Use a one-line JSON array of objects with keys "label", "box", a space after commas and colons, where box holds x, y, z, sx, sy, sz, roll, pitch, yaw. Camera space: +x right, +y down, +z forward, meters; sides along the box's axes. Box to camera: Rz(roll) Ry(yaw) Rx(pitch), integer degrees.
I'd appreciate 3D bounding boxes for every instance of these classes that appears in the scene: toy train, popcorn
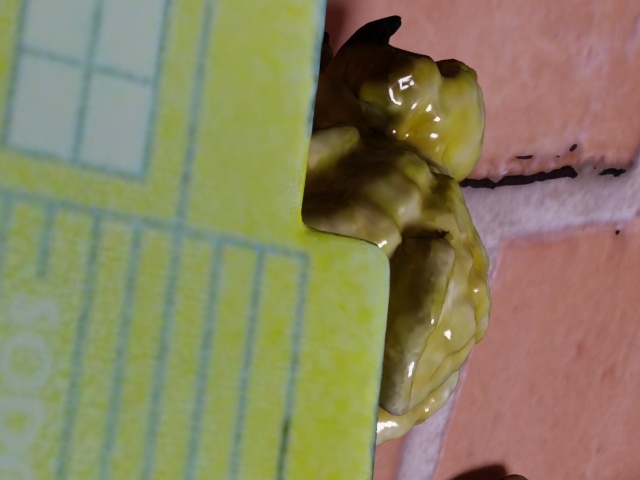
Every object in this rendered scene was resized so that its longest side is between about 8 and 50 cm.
[{"label": "toy train", "box": [-0.124, 0.063, 0.419, 0.272, 0.179, 0.442, 12, 77, -24]}, {"label": "popcorn", "box": [-0.010, 0.003, 0.747, 0.195, 0.168, 0.173, -77, 146, -51]}]

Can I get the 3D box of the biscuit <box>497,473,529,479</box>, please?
[{"label": "biscuit", "box": [0.054, 0.251, 1.070, 0.260, 0.041, 0.203, -50, 143, -13]}]
